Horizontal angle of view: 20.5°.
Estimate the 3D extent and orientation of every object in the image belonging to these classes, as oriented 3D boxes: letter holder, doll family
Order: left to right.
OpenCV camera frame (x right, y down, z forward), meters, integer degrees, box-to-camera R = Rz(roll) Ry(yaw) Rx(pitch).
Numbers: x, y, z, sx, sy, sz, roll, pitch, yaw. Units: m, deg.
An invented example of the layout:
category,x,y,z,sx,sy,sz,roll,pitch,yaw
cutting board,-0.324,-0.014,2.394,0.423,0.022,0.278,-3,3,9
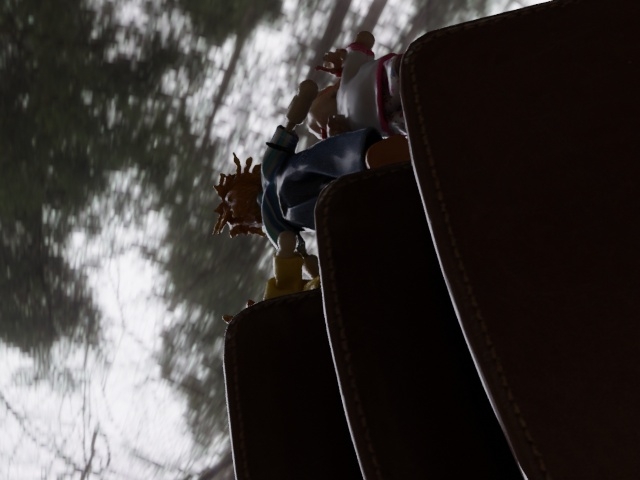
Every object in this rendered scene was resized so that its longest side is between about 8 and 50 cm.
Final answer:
category,x,y,z,sx,sy,sz,roll,pitch,yaw
doll family,0.000,0.000,1.069,0.118,0.163,0.263,-1,-94,-34
letter holder,0.080,0.078,0.606,0.214,0.152,0.302,-13,-130,-6
